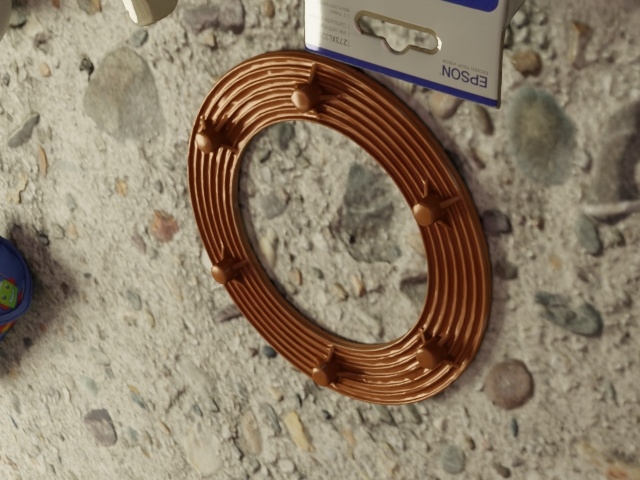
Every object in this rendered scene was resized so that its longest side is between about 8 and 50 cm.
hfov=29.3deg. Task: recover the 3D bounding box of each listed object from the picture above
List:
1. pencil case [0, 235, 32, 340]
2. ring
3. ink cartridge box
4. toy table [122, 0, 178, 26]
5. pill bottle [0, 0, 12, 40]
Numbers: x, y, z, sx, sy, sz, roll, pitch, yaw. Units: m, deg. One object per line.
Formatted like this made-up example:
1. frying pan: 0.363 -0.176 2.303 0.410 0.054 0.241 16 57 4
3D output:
1. pencil case: -0.456 0.098 1.505 0.133 0.119 0.306 35 140 -11
2. ring: 0.000 0.000 1.066 0.336 0.032 0.336 24 131 32
3. ink cartridge box: 0.067 -0.283 0.792 0.176 0.069 0.371 22 127 33
4. toy table: -0.130 -0.297 0.904 0.274 0.161 0.252 -29 94 48
5. pill bottle: -0.433 -0.241 1.257 0.229 0.131 0.131 4 118 43
